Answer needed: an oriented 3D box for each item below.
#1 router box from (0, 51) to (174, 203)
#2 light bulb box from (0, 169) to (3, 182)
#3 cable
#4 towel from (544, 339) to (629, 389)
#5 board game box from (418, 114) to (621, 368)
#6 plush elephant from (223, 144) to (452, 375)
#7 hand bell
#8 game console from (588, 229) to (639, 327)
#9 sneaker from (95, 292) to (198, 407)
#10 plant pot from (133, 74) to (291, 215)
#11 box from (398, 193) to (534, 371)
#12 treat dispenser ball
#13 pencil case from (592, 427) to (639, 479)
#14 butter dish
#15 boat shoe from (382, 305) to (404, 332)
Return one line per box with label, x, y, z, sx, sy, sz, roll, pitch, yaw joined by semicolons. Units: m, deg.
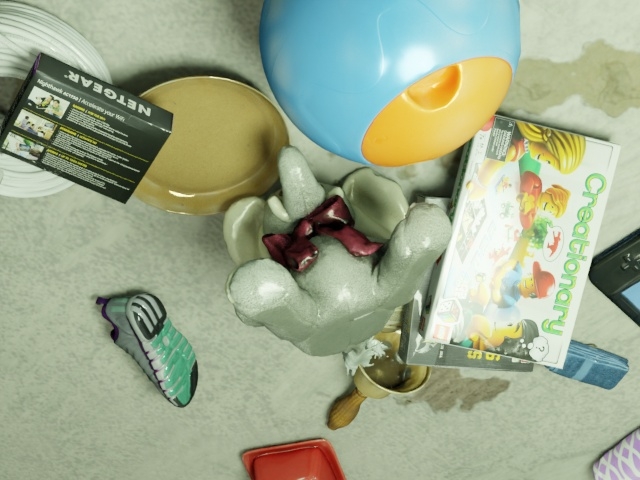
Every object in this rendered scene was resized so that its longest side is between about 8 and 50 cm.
router box;-0.288;-0.133;1.367;0.178;0.046;0.133;24;126;-23
light bulb box;-0.598;0.093;1.427;0.225;0.361;0.358;23;142;-15
cable;-0.392;-0.177;1.422;0.257;0.089;0.257;24;127;-18
towel;0.411;0.193;1.723;0.119;0.029;0.067;18;129;-12
board game box;0.258;0.000;1.462;0.192;0.053;0.305;12;97;-7
plush elephant;0.000;0.000;1.427;0.271;0.255;0.330;-22;152;-5
hand bell;0.066;0.238;1.746;0.126;0.126;0.242;19;139;-12
game console;0.560;0.103;1.550;0.250;0.173;0.293;-37;118;28
sneaker;-0.263;0.164;1.718;0.098;0.083;0.224;5;131;30
plant pot;-0.157;-0.128;1.464;0.236;0.032;0.236;-5;137;-5
box;0.211;0.058;1.524;0.183;0.056;0.231;5;98;-11
treat dispenser ball;0.076;-0.225;1.231;0.288;0.288;0.288;1;129;2
pencil case;0.537;0.345;1.811;0.088;0.086;0.206;15;134;-40
butter dish;-0.042;0.427;1.879;0.160;0.118;0.160;-11;127;12
boat shoe;0.094;0.090;1.608;0.302;0.109;0.098;1;128;-5
